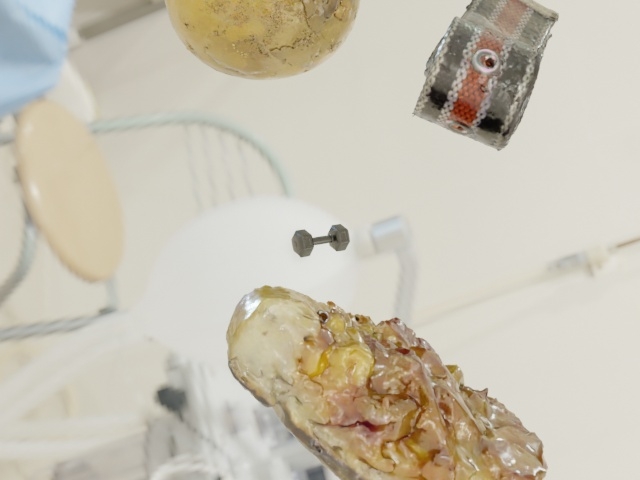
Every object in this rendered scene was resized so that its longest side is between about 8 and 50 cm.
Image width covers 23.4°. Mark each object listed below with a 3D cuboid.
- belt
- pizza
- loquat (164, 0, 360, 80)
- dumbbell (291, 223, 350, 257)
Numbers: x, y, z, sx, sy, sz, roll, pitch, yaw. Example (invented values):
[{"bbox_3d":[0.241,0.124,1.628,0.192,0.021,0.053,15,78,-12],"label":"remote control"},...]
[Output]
[{"bbox_3d":[0.147,-0.157,1.384,0.094,0.126,0.359,32,18,0],"label":"belt"},{"bbox_3d":[0.066,0.140,1.191,0.409,0.114,0.278,31,10,-47],"label":"pizza"},{"bbox_3d":[-0.067,-0.293,1.729,0.235,0.235,0.235,-19,90,-73],"label":"loquat"},{"bbox_3d":[0.000,0.000,2.212,0.040,0.083,0.036,39,-48,53],"label":"dumbbell"}]
